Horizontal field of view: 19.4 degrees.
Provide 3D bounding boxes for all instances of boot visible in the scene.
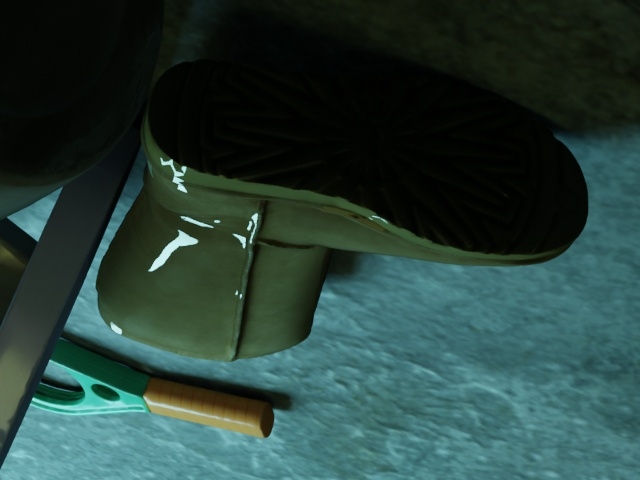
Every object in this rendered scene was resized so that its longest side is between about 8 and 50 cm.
[{"bbox_3d":[0.000,0.000,1.026,0.236,0.089,0.269,16,156,-3],"label":"boot"}]

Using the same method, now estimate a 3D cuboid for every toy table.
[{"bbox_3d":[-0.225,0.027,1.072,0.161,0.274,0.252,23,-166,-4],"label":"toy table"}]

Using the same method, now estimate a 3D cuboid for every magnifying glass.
[{"bbox_3d":[-0.143,0.106,1.332,0.231,0.026,0.092,9,147,19],"label":"magnifying glass"}]

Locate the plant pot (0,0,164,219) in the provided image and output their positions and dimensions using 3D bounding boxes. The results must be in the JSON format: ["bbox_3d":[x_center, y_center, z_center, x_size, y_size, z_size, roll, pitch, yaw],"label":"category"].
[{"bbox_3d":[-0.228,-0.100,0.782,0.280,0.323,0.323,-6,140,33],"label":"plant pot"}]
